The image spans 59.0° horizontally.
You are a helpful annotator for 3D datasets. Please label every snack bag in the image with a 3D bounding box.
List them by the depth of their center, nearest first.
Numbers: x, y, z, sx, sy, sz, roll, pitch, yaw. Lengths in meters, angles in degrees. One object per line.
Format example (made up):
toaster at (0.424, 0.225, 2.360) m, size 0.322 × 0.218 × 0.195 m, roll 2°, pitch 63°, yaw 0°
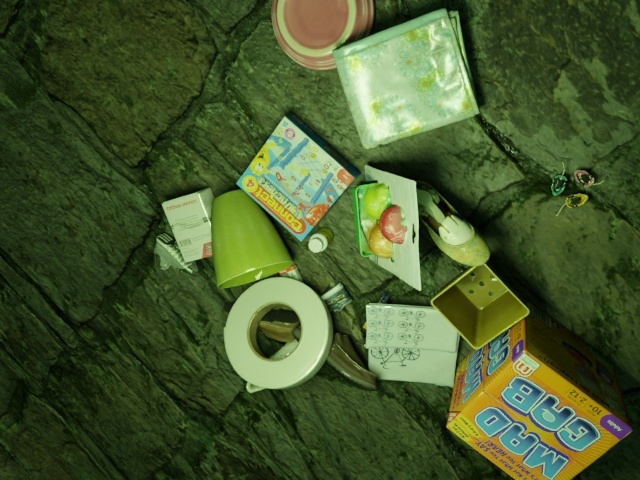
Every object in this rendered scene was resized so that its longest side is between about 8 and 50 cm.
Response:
snack bag at (0.312, 0.367, 1.948) m, size 0.322 × 0.037 × 0.343 m, roll 3°, pitch 118°, yaw 7°

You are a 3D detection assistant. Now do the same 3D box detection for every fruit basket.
fruit basket at (0.224, -0.053, 1.731) m, size 0.165 × 0.353 × 0.327 m, roll -13°, pitch 108°, yaw -22°

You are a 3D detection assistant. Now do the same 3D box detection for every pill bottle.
pill bottle at (0.000, 0.000, 1.936) m, size 0.065 × 0.116 × 0.065 m, roll 6°, pitch 111°, yaw 17°

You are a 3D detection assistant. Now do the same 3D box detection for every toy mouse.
toy mouse at (0.742, -0.171, 1.670) m, size 0.161 × 0.031 × 0.143 m, roll -27°, pitch 98°, yaw 25°

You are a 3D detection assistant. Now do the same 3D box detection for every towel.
towel at (0.255, -0.470, 1.668) m, size 0.374 × 0.090 × 0.321 m, roll -14°, pitch 109°, yaw 16°

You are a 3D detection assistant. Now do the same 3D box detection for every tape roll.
tape roll at (-0.149, 0.322, 1.978) m, size 0.391 × 0.072 × 0.392 m, roll -5°, pitch 72°, yaw 16°

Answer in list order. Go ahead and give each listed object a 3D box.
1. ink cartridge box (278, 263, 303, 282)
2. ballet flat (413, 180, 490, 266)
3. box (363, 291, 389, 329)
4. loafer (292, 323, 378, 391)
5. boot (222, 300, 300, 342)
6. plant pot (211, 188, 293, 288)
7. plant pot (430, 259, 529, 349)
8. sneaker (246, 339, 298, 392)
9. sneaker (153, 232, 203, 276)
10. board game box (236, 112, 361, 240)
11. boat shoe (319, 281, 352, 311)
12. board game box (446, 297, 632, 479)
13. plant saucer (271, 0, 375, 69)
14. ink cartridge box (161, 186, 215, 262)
ink cartridge box at (-0.116, 0.116, 2.064) m, size 0.062 × 0.029 × 0.115 m, roll -21°, pitch 101°, yaw 24°
ballet flat at (0.368, -0.060, 1.701) m, size 0.349 × 0.123 × 0.123 m, roll 53°, pitch 122°, yaw 35°
box at (0.199, 0.242, 1.972) m, size 0.028 × 0.081 × 0.136 m, roll 34°, pitch 116°, yaw 5°
loafer at (0.066, 0.389, 2.000) m, size 0.365 × 0.134 × 0.130 m, roll 35°, pitch 75°, yaw 20°
boot at (-0.227, 0.311, 2.135) m, size 0.305 × 0.112 × 0.115 m, roll 12°, pitch 122°, yaw 12°
plant pot at (-0.268, -0.017, 1.964) m, size 0.274 × 0.274 × 0.294 m, roll -23°, pitch 80°, yaw 24°
plant pot at (0.504, 0.171, 1.784) m, size 0.212 × 0.187 × 0.212 m, roll 46°, pitch 116°, yaw -1°
sneaker at (-0.159, 0.489, 2.142) m, size 0.305 × 0.152 × 0.114 m, roll -39°, pitch 91°, yaw 24°
sneaker at (-0.557, 0.087, 2.184) m, size 0.228 × 0.086 × 0.132 m, roll 41°, pitch 121°, yaw 13°
board game box at (-0.078, -0.210, 1.906) m, size 0.308 × 0.086 × 0.302 m, roll 41°, pitch 116°, yaw 2°
boat shoe at (0.026, 0.232, 2.035) m, size 0.183 × 0.065 × 0.083 m, roll -36°, pitch 91°, yaw 24°
board game box at (0.655, 0.473, 1.743) m, size 0.356 × 0.356 × 0.356 m, roll 37°, pitch 116°, yaw 4°
plant saucer at (-0.003, -0.689, 1.717) m, size 0.331 × 0.084 × 0.333 m, roll 6°, pitch 110°, yaw 18°
ink cartridge box at (-0.451, -0.058, 2.079) m, size 0.171 × 0.100 × 0.237 m, roll -14°, pitch 104°, yaw 22°
